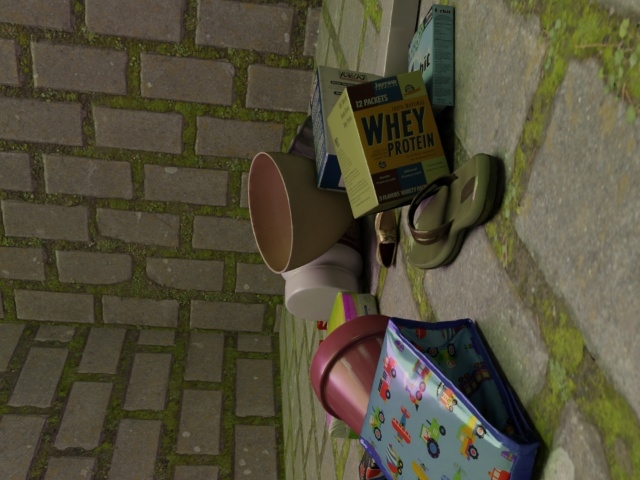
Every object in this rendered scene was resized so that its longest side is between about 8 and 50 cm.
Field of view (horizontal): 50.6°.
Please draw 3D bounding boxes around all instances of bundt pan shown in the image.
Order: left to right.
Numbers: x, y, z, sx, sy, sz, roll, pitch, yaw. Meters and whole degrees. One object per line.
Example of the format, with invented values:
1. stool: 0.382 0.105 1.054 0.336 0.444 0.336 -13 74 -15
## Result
1. bundt pan: -0.012 -0.235 2.065 0.331 0.124 0.331 -59 -9 -16

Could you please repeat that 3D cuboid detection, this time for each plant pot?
1. plant pot: -0.036 -0.077 1.602 0.284 0.190 0.284 170 90 -66
2. plant pot: 0.104 0.256 1.149 0.180 0.201 0.201 -129 41 -55

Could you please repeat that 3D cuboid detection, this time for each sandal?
1. sandal: 0.181 -0.048 1.039 0.303 0.086 0.120 112 161 -65

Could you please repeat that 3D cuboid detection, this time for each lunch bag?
1. lunch bag: 0.173 0.270 0.880 0.293 0.138 0.221 -120 36 -59

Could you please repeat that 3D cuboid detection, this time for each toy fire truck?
1. toy fire truck: 0.020 0.256 2.183 0.135 0.047 0.192 -129 44 -78

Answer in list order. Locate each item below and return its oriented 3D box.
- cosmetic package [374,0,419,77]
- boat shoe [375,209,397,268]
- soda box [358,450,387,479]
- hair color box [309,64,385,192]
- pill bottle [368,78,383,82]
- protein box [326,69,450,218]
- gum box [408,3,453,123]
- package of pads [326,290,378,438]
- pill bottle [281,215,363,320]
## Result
1. cosmetic package: 0.167 -0.468 1.439 0.099 0.060 0.239 -117 32 -71
2. boat shoe: 0.144 -0.005 1.443 0.045 0.050 0.135 -115 19 -67
3. soda box: 0.119 0.445 1.365 0.060 0.053 0.169 -94 11 -45
4. hair color box: 0.075 -0.259 1.565 0.105 0.173 0.347 107 165 -44
5. pill bottle: 0.131 -0.233 1.396 0.112 0.112 0.187 104 167 -51
6. protein box: 0.115 -0.162 1.200 0.200 0.136 0.201 148 106 -80
7. gum box: 0.196 -0.301 1.221 0.157 0.041 0.184 128 145 -77
8. package of pads: 0.070 0.293 1.613 0.229 0.101 0.297 -97 14 -51
9. pill bottle: 0.000 0.000 1.816 0.224 0.224 0.392 106 166 -55
